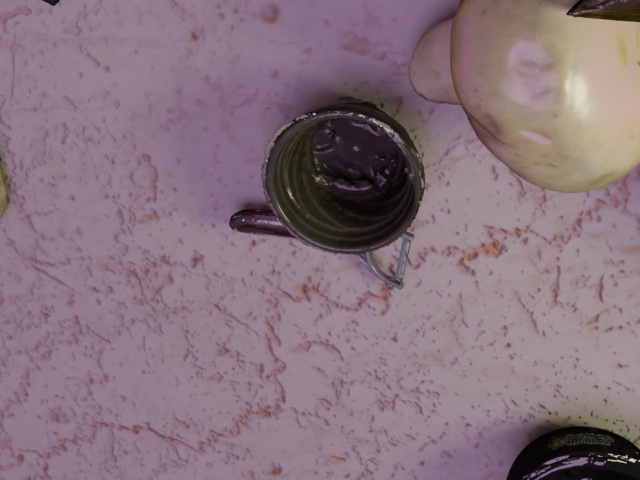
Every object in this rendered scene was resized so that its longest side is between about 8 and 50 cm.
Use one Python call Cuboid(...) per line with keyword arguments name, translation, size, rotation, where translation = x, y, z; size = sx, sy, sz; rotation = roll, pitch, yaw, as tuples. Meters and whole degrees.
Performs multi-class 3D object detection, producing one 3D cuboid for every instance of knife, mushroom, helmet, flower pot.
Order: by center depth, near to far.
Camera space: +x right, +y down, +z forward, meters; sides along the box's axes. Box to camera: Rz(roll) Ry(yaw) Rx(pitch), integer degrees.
Cuboid(name="mushroom", translation=(0.301, -0.252, 1.789), size=(0.353, 0.353, 0.325), rotation=(32, 102, -7))
Cuboid(name="flower pot", translation=(0.041, -0.108, 2.002), size=(0.236, 0.140, 0.235), rotation=(5, 122, 8))
Cuboid(name="knife", translation=(0.000, -0.001, 2.129), size=(0.278, 0.053, 0.123), rotation=(14, 127, 6))
Cuboid(name="helmet", translation=(0.417, 0.384, 2.202), size=(0.279, 0.160, 0.230), rotation=(-8, 119, 1))

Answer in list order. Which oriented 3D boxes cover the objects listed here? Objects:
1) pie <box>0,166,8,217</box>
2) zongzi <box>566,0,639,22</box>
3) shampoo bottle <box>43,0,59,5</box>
Cuboid(name="pie", translation=(-0.643, -0.116, 2.199), size=(0.338, 0.075, 0.337), rotation=(6, 122, 9))
Cuboid(name="zongzi", translation=(0.498, -0.427, 1.588), size=(0.432, 0.208, 0.403), rotation=(-5, 121, -23))
Cuboid(name="shampoo bottle", translation=(-0.455, -0.407, 1.987), size=(0.208, 0.057, 0.063), rotation=(28, 123, -5))
